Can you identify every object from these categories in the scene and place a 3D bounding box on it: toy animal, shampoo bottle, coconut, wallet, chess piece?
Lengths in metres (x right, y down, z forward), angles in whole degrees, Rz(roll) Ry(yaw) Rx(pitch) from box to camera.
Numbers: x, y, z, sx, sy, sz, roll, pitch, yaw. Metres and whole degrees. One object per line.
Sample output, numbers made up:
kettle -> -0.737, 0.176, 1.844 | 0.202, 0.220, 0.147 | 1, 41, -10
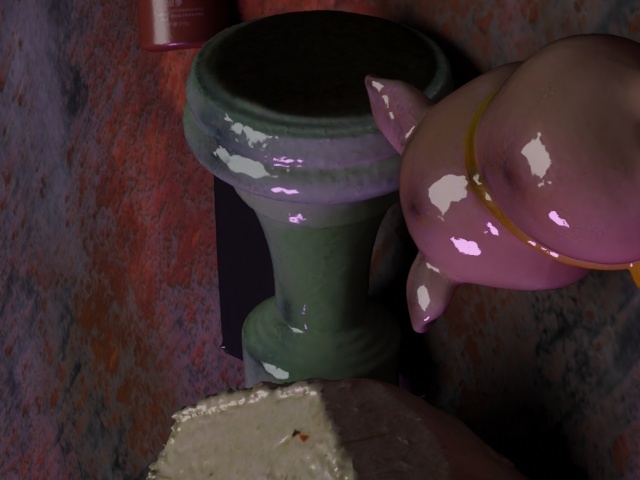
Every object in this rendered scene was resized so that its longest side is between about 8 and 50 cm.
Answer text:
toy animal -> 0.143, -0.042, 1.160 | 0.248, 0.149, 0.165 | -19, 71, 54
shampoo bottle -> -0.124, -0.285, 1.655 | 0.085, 0.085, 0.244 | 6, 101, 61
coconut -> 0.021, 0.248, 1.327 | 0.297, 0.254, 0.297 | -16, 61, 31
wallet -> -0.057, -0.020, 1.659 | 0.146, 0.030, 0.285 | -155, 59, -62
chess piece -> 0.000, 0.000, 1.413 | 0.194, 0.195, 0.299 | 47, 145, 47
